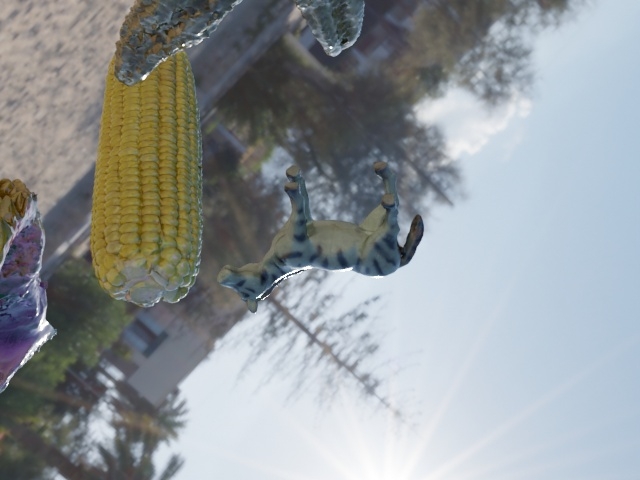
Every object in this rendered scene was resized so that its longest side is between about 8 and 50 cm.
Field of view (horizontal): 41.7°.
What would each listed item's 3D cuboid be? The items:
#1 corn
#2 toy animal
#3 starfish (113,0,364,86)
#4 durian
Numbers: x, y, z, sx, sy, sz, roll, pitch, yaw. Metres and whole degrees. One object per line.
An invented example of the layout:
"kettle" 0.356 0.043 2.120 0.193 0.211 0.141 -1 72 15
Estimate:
"corn" -0.130 -0.058 0.643 0.081 0.081 0.248 -39 -139 33
"toy animal" -0.009 -0.012 1.010 0.255 0.170 0.090 -11 -141 17
"starfish" -0.021 -0.165 0.364 0.277 0.235 0.062 -65 -143 36
"durian" -0.313 0.062 0.735 0.186 0.153 0.261 -109 -155 -46
